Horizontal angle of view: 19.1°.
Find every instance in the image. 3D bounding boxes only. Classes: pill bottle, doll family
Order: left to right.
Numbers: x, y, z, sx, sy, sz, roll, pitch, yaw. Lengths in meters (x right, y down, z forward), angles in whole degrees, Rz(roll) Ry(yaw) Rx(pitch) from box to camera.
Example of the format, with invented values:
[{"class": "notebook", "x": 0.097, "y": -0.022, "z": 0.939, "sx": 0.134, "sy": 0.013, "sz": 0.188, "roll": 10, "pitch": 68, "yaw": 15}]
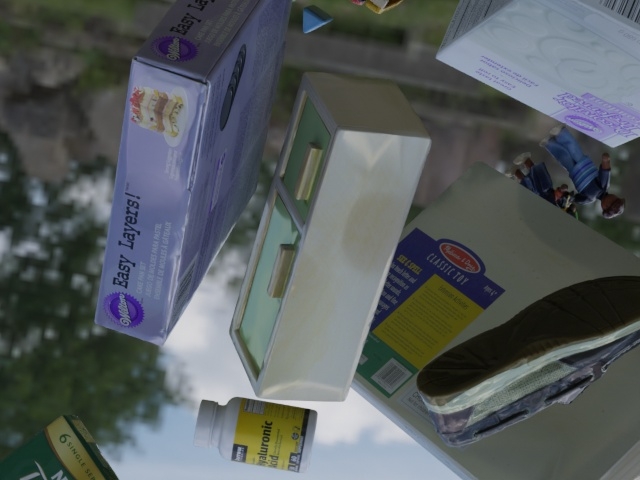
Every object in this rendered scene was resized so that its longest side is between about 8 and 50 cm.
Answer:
[{"class": "pill bottle", "x": -0.064, "y": 0.189, "z": 1.876, "sx": 0.116, "sy": 0.065, "sz": 0.065, "roll": 9, "pitch": -171, "yaw": 1}, {"class": "doll family", "x": 0.250, "y": -0.039, "z": 2.017, "sx": 0.076, "sy": 0.111, "sz": 0.193, "roll": -27, "pitch": 163, "yaw": -23}]

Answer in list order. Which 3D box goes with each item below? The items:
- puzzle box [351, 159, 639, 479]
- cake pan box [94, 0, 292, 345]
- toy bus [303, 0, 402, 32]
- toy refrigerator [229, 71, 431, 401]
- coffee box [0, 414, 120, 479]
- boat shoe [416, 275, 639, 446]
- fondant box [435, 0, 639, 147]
[{"class": "puzzle box", "x": 0.190, "y": 0.098, "z": 1.836, "sx": 0.409, "sy": 0.272, "sz": 0.052, "roll": 37, "pitch": 166, "yaw": 47}, {"class": "cake pan box", "x": -0.095, "y": -0.083, "z": 1.505, "sx": 0.070, "sy": 0.266, "sz": 0.245, "roll": 19, "pitch": -142, "yaw": 8}, {"class": "toy bus", "x": 0.034, "y": -0.358, "z": 2.228, "sx": 0.191, "sy": 0.202, "sz": 0.104, "roll": -6, "pitch": -168, "yaw": 24}, {"class": "toy refrigerator", "x": 0.000, "y": 0.000, "z": 1.614, "sx": 0.094, "sy": 0.269, "sz": 0.102, "roll": 4, "pitch": -148, "yaw": -23}, {"class": "coffee box", "x": -0.233, "y": 0.229, "z": 1.457, "sx": 0.113, "sy": 0.184, "sz": 0.040, "roll": 55, "pitch": -176, "yaw": 12}, {"class": "boat shoe", "x": 0.186, "y": 0.099, "z": 1.551, "sx": 0.224, "sy": 0.073, "sz": 0.080, "roll": -23, "pitch": -148, "yaw": -13}, {"class": "fondant box", "x": 0.291, "y": -0.214, "z": 2.004, "sx": 0.238, "sy": 0.096, "sz": 0.330, "roll": 26, "pitch": 168, "yaw": -10}]
